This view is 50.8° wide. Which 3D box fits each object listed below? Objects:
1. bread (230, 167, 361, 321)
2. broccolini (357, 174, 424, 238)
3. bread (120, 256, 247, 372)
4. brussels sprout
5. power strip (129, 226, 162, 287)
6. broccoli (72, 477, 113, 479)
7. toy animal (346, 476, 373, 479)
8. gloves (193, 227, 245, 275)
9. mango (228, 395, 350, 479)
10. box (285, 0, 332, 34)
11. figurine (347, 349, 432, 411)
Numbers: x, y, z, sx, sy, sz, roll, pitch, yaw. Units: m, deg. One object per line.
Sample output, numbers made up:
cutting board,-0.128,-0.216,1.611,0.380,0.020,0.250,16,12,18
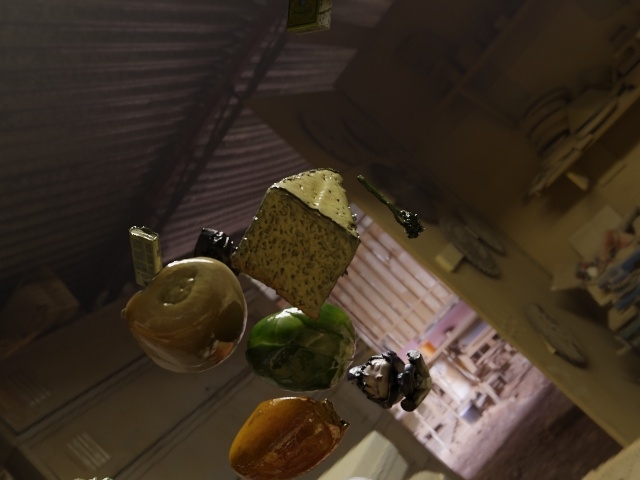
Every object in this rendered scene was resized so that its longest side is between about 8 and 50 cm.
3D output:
bread,0.000,0.000,1.441,0.315,0.279,0.248,-17,-40,-52
broccolini,0.194,-0.100,1.942,0.071,0.254,0.057,-52,-16,9
bread,-0.385,0.245,2.056,0.348,0.253,0.376,-36,-21,-20
brussels sprout,-0.040,0.337,2.124,0.371,0.275,0.315,-3,-12,-36
power strip,-0.524,0.070,2.046,0.034,0.092,0.267,-59,-18,-45
broccoli,-0.561,0.702,1.510,0.324,0.334,0.272,-39,-53,-27
toy animal,0.152,1.004,2.452,0.251,0.251,0.309,-40,-37,-39
gloves,-0.321,0.061,2.276,0.124,0.204,0.164,-45,-26,-89
mango,-0.074,0.368,1.247,0.252,0.153,0.126,-31,-42,23
box,-0.029,-0.744,2.037,0.064,0.141,0.219,0,-84,-46
figurine,0.171,0.335,1.645,0.222,0.145,0.145,-6,27,47
